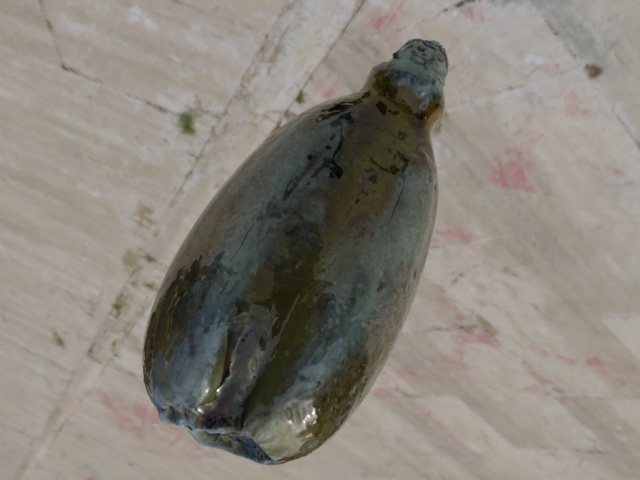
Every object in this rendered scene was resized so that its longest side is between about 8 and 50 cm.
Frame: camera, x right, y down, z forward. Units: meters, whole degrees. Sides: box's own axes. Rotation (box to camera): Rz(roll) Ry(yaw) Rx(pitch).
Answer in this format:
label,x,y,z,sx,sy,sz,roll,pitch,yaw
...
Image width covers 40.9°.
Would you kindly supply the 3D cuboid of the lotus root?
label,x,y,z,sx,sy,sz,roll,pitch,yaw
lotus root,0.000,0.000,0.603,0.158,0.322,0.140,29,161,2
